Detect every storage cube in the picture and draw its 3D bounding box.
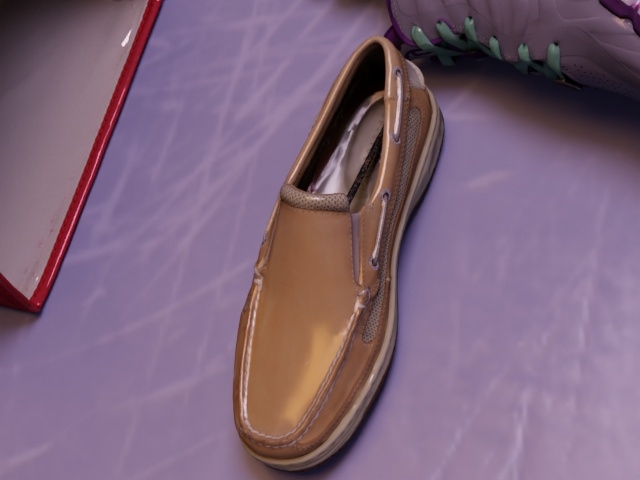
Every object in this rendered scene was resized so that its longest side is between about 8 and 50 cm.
[{"bbox_3d":[-0.215,-0.099,0.668,0.193,0.183,0.215,9,67,22],"label":"storage cube"}]

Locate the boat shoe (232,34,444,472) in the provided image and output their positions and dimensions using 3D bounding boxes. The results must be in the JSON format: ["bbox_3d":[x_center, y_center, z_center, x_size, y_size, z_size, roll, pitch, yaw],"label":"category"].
[{"bbox_3d":[0.000,0.000,0.616,0.068,0.072,0.190,6,66,19],"label":"boat shoe"}]

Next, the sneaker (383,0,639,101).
[{"bbox_3d":[0.087,-0.096,0.652,0.098,0.083,0.223,-51,54,12],"label":"sneaker"}]
